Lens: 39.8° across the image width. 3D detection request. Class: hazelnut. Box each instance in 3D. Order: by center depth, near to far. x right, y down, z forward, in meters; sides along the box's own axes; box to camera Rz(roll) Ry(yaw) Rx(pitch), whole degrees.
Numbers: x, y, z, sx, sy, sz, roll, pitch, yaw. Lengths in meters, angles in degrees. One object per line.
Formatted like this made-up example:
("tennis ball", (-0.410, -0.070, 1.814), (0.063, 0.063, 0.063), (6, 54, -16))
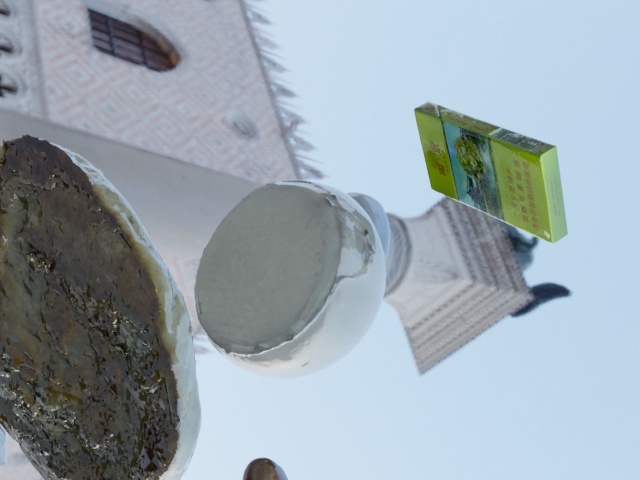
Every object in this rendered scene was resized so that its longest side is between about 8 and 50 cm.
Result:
("hazelnut", (-0.086, 0.376, 1.338), (0.086, 0.086, 0.086), (-18, -114, 46))

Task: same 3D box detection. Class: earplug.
("earplug", (0.005, 0.011, 1.966), (0.175, 0.325, 0.214), (65, -16, 6))

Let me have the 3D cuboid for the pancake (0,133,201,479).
("pancake", (-0.238, 0.081, 0.793), (0.356, 0.065, 0.356), (11, -70, 33))

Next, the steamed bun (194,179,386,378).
("steamed bun", (-0.040, 0.079, 1.614), (0.374, 0.241, 0.374), (-18, -123, 30))

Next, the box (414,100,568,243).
("box", (0.306, -0.131, 1.622), (0.335, 0.047, 0.187), (33, -32, 50))

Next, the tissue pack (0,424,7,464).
("tissue pack", (-0.465, 0.123, 1.108), (0.071, 0.170, 0.325), (-3, -97, 18))
